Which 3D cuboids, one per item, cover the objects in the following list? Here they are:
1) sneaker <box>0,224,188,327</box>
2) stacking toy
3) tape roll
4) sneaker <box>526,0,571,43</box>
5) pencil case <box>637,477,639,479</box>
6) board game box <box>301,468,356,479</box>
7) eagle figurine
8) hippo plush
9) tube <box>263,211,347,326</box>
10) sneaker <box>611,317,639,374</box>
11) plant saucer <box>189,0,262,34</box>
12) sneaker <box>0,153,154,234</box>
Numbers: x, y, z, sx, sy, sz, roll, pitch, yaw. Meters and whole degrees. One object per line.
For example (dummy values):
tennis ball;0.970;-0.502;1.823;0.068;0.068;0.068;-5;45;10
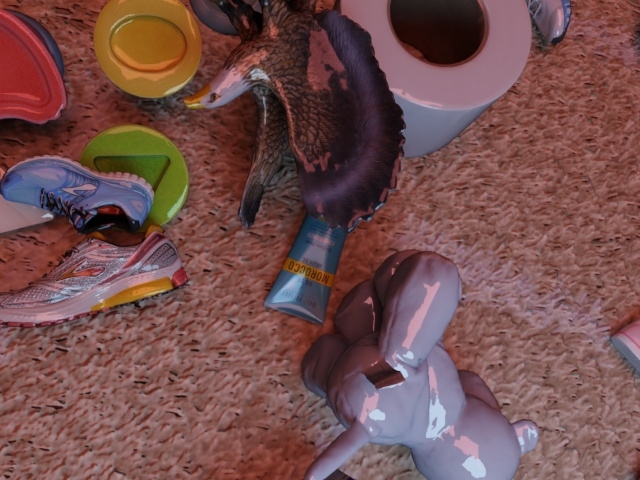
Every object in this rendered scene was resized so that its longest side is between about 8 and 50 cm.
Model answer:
sneaker;-0.274;0.041;0.716;0.225;0.088;0.093;-16;91;-23
stacking toy;-0.296;-0.154;0.772;0.308;0.130;0.280;-5;105;-10
tape roll;0.125;-0.251;0.818;0.246;0.169;0.246;2;78;-11
sneaker;0.316;-0.378;0.943;0.082;0.071;0.191;-10;72;-7
pencil case;0.529;0.310;0.820;0.236;0.104;0.105;-20;83;-17
board game box;0.023;0.411;0.669;0.144;0.142;0.275;-24;83;-15
eagle figurine;-0.044;-0.169;0.693;0.225;0.226;0.298;-22;110;9
hippo plush;0.133;0.162;0.689;0.236;0.294;0.234;36;95;-10
tube;0.000;0.000;0.806;0.080;0.052;0.207;20;81;3
sneaker;0.472;0.165;0.860;0.070;0.051;0.134;-37;83;-11
plant saucer;-0.122;-0.344;0.854;0.119;0.021;0.120;0;86;-5
sneaker;-0.270;-0.045;0.687;0.162;0.063;0.073;7;50;-12
